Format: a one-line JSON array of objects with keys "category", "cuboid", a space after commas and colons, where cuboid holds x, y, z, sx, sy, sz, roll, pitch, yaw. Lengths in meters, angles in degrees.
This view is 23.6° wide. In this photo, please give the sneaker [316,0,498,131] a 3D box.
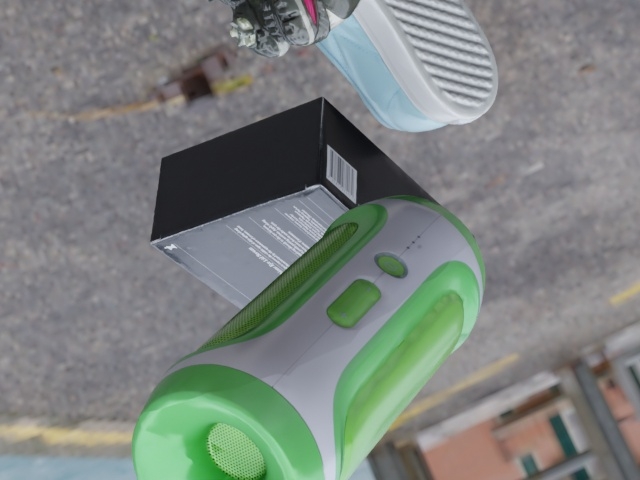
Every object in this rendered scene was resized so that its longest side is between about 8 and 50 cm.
[{"category": "sneaker", "cuboid": [0.013, -0.252, 1.411, 0.135, 0.366, 0.150, -37, -167, -39]}]

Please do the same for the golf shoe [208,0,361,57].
[{"category": "golf shoe", "cuboid": [-0.051, -0.274, 1.125, 0.120, 0.273, 0.105, -35, -156, -33]}]

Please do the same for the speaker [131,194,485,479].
[{"category": "speaker", "cuboid": [0.004, 0.074, 0.973, 0.131, 0.131, 0.296, -39, -178, 36]}]

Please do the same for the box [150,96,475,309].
[{"category": "box", "cuboid": [0.000, 0.000, 1.401, 0.184, 0.103, 0.261, -20, 141, 28]}]
